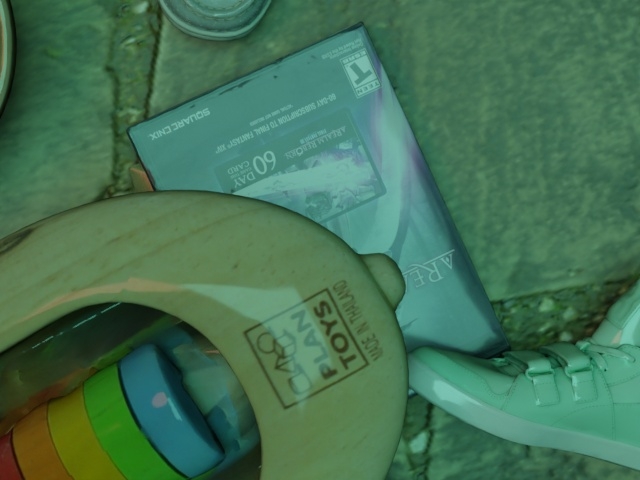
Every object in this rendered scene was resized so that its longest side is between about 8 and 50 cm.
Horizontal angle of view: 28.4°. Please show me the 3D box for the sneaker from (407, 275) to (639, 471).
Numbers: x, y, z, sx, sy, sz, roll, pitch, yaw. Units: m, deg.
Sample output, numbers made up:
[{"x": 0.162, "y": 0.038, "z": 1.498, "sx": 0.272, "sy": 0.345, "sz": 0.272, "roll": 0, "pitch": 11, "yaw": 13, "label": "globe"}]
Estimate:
[{"x": 0.185, "y": 0.075, "z": 0.925, "sx": 0.255, "sy": 0.094, "sz": 0.151, "roll": 15, "pitch": 96, "yaw": -16, "label": "sneaker"}]

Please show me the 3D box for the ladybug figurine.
[{"x": -0.136, "y": 0.130, "z": 0.874, "sx": 0.449, "sy": 0.162, "sz": 0.305, "roll": -27, "pitch": 93, "yaw": 11, "label": "ladybug figurine"}]

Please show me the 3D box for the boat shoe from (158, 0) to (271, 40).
[{"x": -0.068, "y": -0.309, "z": 0.918, "sx": 0.118, "sy": 0.103, "sz": 0.321, "roll": 9, "pitch": 91, "yaw": -1, "label": "boat shoe"}]

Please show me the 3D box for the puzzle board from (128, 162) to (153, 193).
[{"x": -0.082, "y": -0.010, "z": 0.971, "sx": 0.096, "sy": 0.011, "sz": 0.128, "roll": -18, "pitch": 92, "yaw": -1, "label": "puzzle board"}]

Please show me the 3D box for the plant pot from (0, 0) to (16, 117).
[{"x": -0.334, "y": -0.141, "z": 0.908, "sx": 0.237, "sy": 0.110, "sz": 0.237, "roll": -1, "pitch": 97, "yaw": -7, "label": "plant pot"}]

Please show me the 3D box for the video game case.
[{"x": 0.000, "y": 0.000, "z": 0.956, "sx": 0.196, "sy": 0.026, "sz": 0.274, "roll": -25, "pitch": 92, "yaw": -4, "label": "video game case"}]
